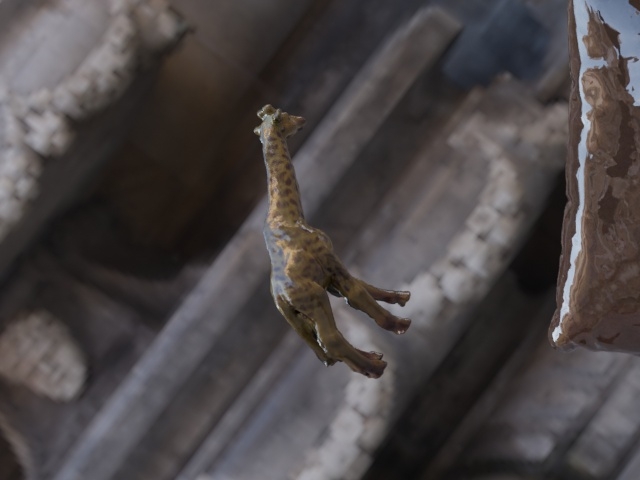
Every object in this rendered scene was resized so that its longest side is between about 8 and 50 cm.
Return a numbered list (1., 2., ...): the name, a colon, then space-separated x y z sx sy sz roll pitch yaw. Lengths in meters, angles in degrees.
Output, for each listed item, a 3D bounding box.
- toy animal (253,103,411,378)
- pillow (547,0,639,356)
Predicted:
1. toy animal: -0.007 0.004 1.615 0.149 0.275 0.054 -30 -6 -36
2. pillow: 0.313 -0.049 1.194 0.108 0.307 0.305 -39 -48 -64
